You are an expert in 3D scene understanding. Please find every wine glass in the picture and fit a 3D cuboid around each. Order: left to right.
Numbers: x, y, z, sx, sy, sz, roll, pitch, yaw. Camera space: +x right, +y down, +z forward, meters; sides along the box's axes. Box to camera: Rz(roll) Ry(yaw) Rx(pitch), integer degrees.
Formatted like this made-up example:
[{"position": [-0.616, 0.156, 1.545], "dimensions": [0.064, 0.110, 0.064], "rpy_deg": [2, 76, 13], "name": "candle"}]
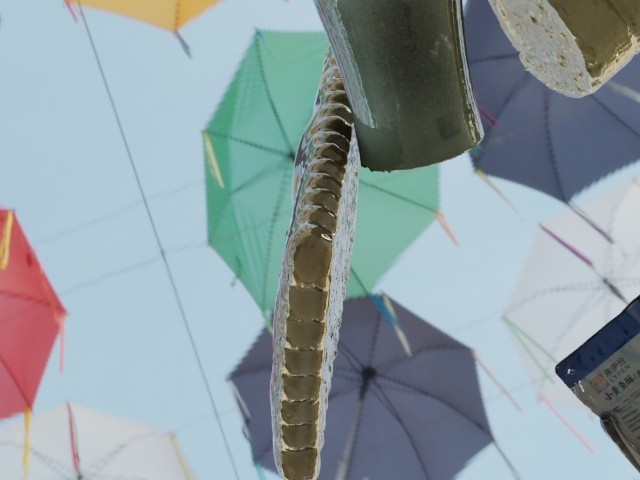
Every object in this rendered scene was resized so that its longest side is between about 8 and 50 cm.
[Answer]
[{"position": [0.044, -0.165, 0.893], "dimensions": [0.103, 0.103, 0.231], "rpy_deg": [-17, -70, -9], "name": "wine glass"}]

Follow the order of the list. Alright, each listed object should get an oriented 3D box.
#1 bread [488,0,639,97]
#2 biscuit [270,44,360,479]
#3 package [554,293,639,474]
[{"position": [0.237, -0.222, 1.192], "dimensions": [0.141, 0.134, 0.148], "rpy_deg": [-43, -51, -10], "name": "bread"}, {"position": [0.000, 0.000, 1.004], "dimensions": [0.044, 0.325, 0.217], "rpy_deg": [4, -54, 4], "name": "biscuit"}, {"position": [0.345, 0.136, 1.330], "dimensions": [0.171, 0.027, 0.173], "rpy_deg": [-40, -91, 0], "name": "package"}]
